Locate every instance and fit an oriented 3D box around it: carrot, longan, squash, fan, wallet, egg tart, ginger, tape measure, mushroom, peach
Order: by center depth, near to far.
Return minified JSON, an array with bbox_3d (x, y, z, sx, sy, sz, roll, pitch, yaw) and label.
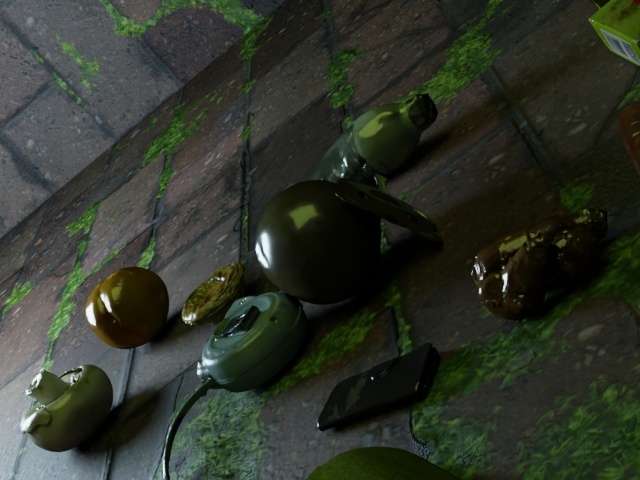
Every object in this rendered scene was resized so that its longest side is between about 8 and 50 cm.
[{"bbox_3d":[0.064,0.257,1.067,0.169,0.093,0.252,-45,19,-12],"label":"squash"},{"bbox_3d":[0.225,0.020,1.287,0.162,0.073,0.103,-32,23,23],"label":"ginger"},{"bbox_3d":[0.353,-0.088,1.327,0.048,0.048,0.216,-33,26,23],"label":"carrot"},{"bbox_3d":[0.064,0.164,1.375,0.156,0.018,0.082,-26,25,40],"label":"wallet"},{"bbox_3d":[-0.125,0.185,1.591,0.164,0.084,0.330,-29,21,43],"label":"tape measure"},{"bbox_3d":[0.000,0.000,1.628,0.189,0.189,0.189,-36,20,16],"label":"longan"},{"bbox_3d":[0.083,-0.056,1.637,0.227,0.152,0.008,-96,30,-72],"label":"fan"},{"bbox_3d":[-0.155,0.086,1.902,0.130,0.052,0.130,-38,19,16],"label":"egg tart"},{"bbox_3d":[-0.395,0.252,1.911,0.154,0.122,0.154,-40,12,11],"label":"mushroom"},{"bbox_3d":[-0.315,0.113,2.036,0.138,0.138,0.138,-36,20,16],"label":"peach"}]

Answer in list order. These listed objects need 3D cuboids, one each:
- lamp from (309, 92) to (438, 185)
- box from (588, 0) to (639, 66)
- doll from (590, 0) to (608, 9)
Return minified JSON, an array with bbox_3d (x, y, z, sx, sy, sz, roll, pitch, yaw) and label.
[{"bbox_3d":[0.074,-0.137,1.869,0.250,0.101,0.101,-34,21,31],"label":"lamp"},{"bbox_3d":[0.478,-0.325,1.548,0.260,0.062,0.175,-39,20,6],"label":"box"},{"bbox_3d":[0.442,-0.447,1.775,0.221,0.143,0.135,-43,16,18],"label":"doll"}]
